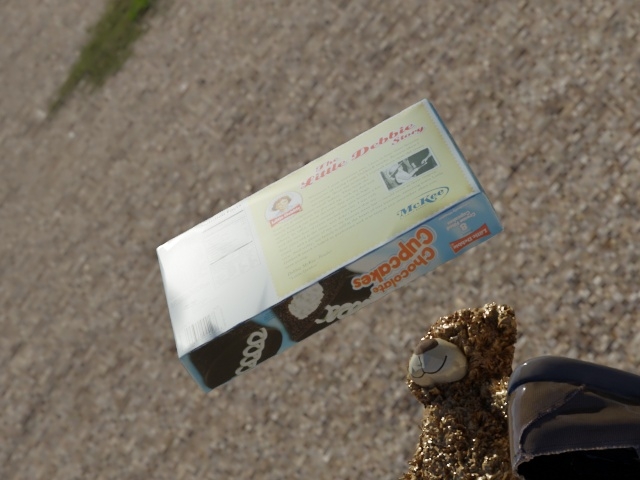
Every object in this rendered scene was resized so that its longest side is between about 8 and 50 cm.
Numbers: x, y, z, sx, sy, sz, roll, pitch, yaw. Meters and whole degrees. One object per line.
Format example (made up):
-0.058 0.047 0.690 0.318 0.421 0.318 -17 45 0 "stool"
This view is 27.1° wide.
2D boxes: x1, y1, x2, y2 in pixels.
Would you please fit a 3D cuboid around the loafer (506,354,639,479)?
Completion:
0.337 0.210 1.199 0.366 0.134 0.130 7 50 24 "loafer"

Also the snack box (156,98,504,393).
0.000 0.000 1.292 0.322 0.060 0.187 -29 36 6 "snack box"

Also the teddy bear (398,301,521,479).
0.161 0.232 1.452 0.245 0.113 0.338 155 117 -67 "teddy bear"
